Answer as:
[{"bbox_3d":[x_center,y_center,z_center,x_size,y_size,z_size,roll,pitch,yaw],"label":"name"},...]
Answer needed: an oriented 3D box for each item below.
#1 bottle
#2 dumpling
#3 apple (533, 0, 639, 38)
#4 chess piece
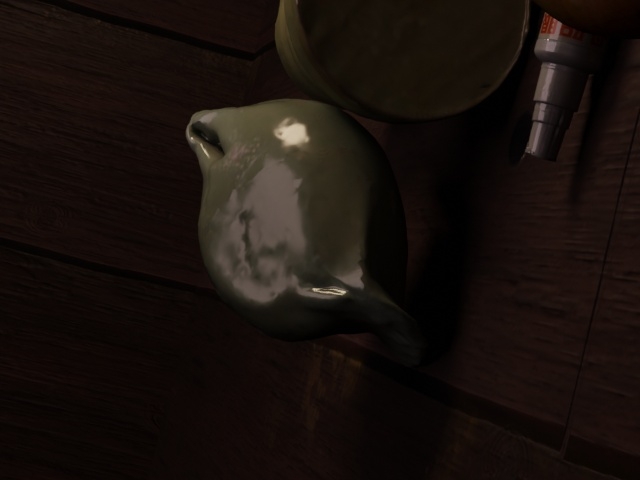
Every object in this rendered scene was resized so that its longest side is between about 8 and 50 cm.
[{"bbox_3d":[0.205,-0.170,1.139,0.060,0.060,0.217,-146,70,-77],"label":"bottle"},{"bbox_3d":[-0.023,-0.009,1.447,0.270,0.211,0.321,105,161,-63],"label":"dumpling"},{"bbox_3d":[0.210,-0.238,0.886,0.210,0.173,0.235,65,154,1],"label":"apple"},{"bbox_3d":[0.055,-0.231,1.517,0.442,0.234,0.234,-162,86,-82],"label":"chess piece"}]
